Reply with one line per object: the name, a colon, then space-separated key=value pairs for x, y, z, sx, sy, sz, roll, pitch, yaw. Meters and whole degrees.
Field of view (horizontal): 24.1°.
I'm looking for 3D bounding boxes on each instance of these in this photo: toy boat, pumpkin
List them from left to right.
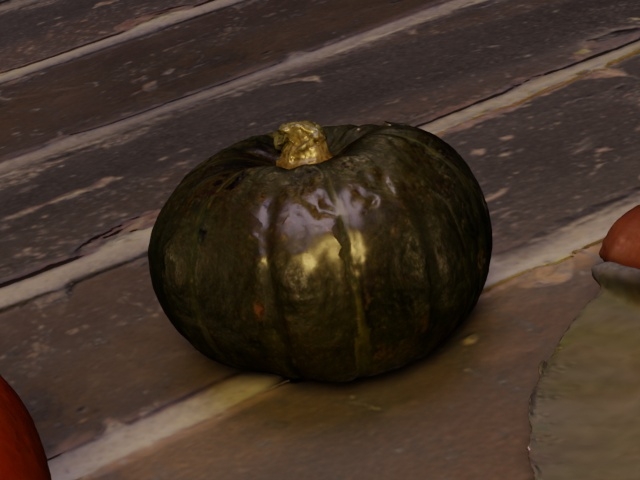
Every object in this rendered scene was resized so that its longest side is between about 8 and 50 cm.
pumpkin: x=0.000 y=0.000 z=0.957 sx=0.223 sy=0.157 sz=0.224 roll=-9 pitch=15 yaw=3
toy boat: x=0.226 y=0.099 z=0.752 sx=0.293 sy=0.111 sz=0.276 roll=-7 pitch=25 yaw=39

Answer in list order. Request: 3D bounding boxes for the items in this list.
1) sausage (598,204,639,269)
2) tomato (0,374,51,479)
sausage: x=0.265 y=0.015 z=0.914 sx=0.194 sy=0.077 sz=0.077 roll=8 pitch=32 yaw=34
tomato: x=-0.260 y=0.167 z=0.622 sx=0.341 sy=0.273 sz=0.341 roll=3 pitch=28 yaw=-2
